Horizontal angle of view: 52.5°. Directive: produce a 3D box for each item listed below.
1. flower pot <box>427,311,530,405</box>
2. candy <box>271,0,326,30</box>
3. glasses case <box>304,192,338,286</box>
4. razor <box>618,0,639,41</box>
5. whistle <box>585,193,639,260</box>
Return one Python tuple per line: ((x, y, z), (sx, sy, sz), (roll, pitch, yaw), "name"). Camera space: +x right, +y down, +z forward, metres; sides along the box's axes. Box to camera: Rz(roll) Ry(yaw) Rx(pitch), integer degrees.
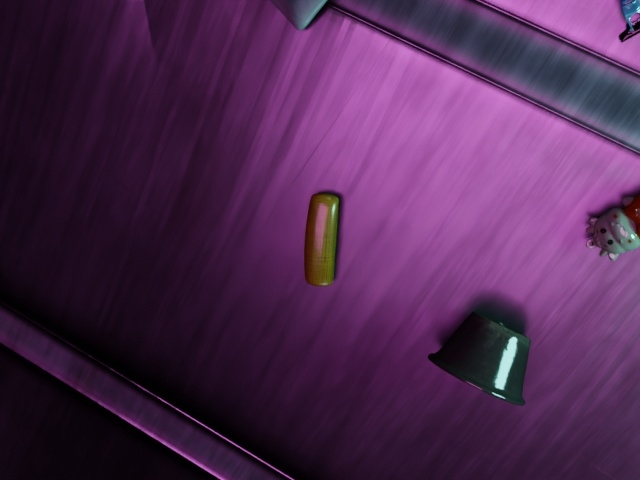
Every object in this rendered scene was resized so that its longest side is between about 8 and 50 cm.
((0.379, 0.253, 1.465), (0.235, 0.235, 0.148), (26, 91, 10), "flower pot")
((-0.063, -0.571, 1.429), (0.174, 0.071, 0.138), (48, 126, 1), "candy")
((0.000, 0.000, 1.580), (0.079, 0.064, 0.234), (6, 107, 9), "glasses case")
((0.569, -0.518, 1.256), (0.082, 0.042, 0.253), (-27, 95, 24), "razor")
((0.666, -0.044, 1.330), (0.253, 0.106, 0.101), (-29, 112, 23), "whistle")
